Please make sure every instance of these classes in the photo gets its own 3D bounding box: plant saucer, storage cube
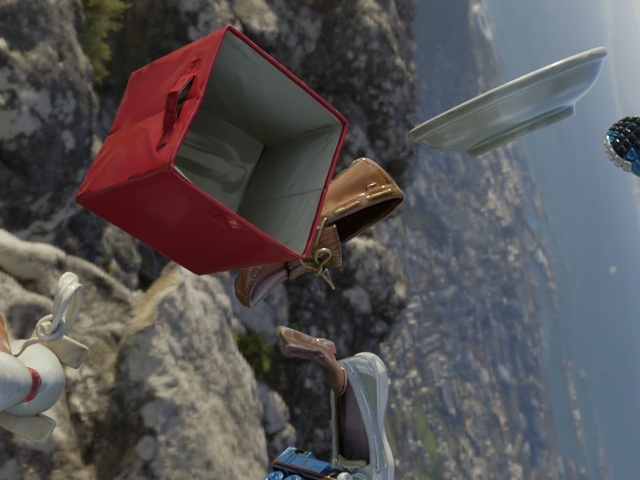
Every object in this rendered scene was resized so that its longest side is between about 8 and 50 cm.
[{"bbox_3d":[0.369,-0.244,1.699,0.100,0.400,0.400,67,23,-1],"label":"plant saucer"},{"bbox_3d":[-0.117,-0.086,0.979,0.215,0.193,0.184,35,60,-35],"label":"storage cube"}]

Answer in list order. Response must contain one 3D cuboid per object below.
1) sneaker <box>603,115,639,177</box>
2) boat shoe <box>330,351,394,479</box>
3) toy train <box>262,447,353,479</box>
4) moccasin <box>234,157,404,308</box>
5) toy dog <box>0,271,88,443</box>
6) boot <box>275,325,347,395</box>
[{"bbox_3d":[0.456,-0.095,1.179,0.083,0.071,0.191,26,20,-43],"label":"sneaker"},{"bbox_3d":[0.065,0.373,1.658,0.103,0.118,0.320,-5,98,-48],"label":"boat shoe"},{"bbox_3d":[-0.022,0.427,1.553,0.105,0.184,0.080,-40,115,-36],"label":"toy train"},{"bbox_3d":[0.000,0.002,1.661,0.147,0.380,0.139,43,-27,22],"label":"moccasin"},{"bbox_3d":[-0.425,0.165,1.167,0.334,0.161,0.220,110,1,-58],"label":"toy dog"},{"bbox_3d":[-0.017,0.186,1.371,0.114,0.037,0.106,24,31,-39],"label":"boot"}]
